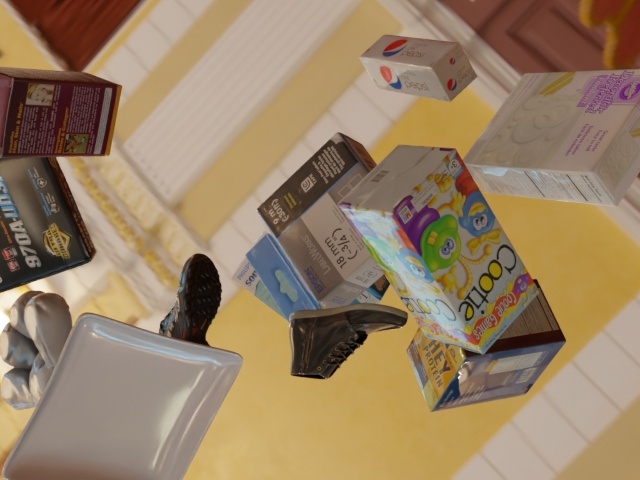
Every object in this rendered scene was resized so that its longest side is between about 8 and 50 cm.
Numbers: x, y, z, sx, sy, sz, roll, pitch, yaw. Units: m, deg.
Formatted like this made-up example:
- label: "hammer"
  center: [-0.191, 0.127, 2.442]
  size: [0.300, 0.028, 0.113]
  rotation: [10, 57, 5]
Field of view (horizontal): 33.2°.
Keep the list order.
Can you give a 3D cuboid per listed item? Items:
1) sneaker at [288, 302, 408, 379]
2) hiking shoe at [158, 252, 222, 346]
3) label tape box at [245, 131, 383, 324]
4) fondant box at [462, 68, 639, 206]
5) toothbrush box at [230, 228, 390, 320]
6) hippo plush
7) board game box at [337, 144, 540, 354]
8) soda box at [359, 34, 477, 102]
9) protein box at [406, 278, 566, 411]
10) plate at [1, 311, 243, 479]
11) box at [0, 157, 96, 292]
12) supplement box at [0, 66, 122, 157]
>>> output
- label: "sneaker"
  center: [0.049, 0.177, 1.849]
  size: [0.083, 0.222, 0.118]
  rotation: [31, -125, -56]
- label: "hiking shoe"
  center: [-0.239, 0.134, 1.857]
  size: [0.114, 0.227, 0.086]
  rotation: [-2, 168, 44]
- label: "label tape box"
  center: [0.000, 0.000, 2.032]
  size: [0.241, 0.333, 0.106]
  rotation: [55, -162, 26]
- label: "fondant box"
  center: [0.441, -0.189, 1.917]
  size: [0.096, 0.238, 0.330]
  rotation: [46, 161, -30]
- label: "toothbrush box"
  center: [-0.016, 0.075, 2.392]
  size: [0.295, 0.216, 0.126]
  rotation: [36, -145, -1]
- label: "hippo plush"
  center: [-0.404, 0.199, 1.887]
  size: [0.236, 0.234, 0.294]
  rotation: [-3, -169, -39]
- label: "board game box"
  center: [0.177, 0.012, 1.581]
  size: [0.142, 0.144, 0.275]
  rotation: [12, 142, 57]
- label: "soda box"
  center: [0.160, -0.291, 1.799]
  size: [0.216, 0.069, 0.074]
  rotation: [23, 152, 56]
- label: "protein box"
  center: [0.292, 0.189, 1.926]
  size: [0.201, 0.200, 0.136]
  rotation: [-7, -124, -20]
- label: "plate"
  center: [-0.286, 0.246, 1.563]
  size: [0.278, 0.277, 0.045]
  rotation: [20, -167, -34]
- label: "box"
  center: [-0.491, -0.043, 1.760]
  size: [0.051, 0.175, 0.220]
  rotation: [-89, -20, -73]
- label: "supplement box"
  center: [-0.363, -0.169, 1.416]
  size: [0.081, 0.104, 0.188]
  rotation: [22, -164, 32]
